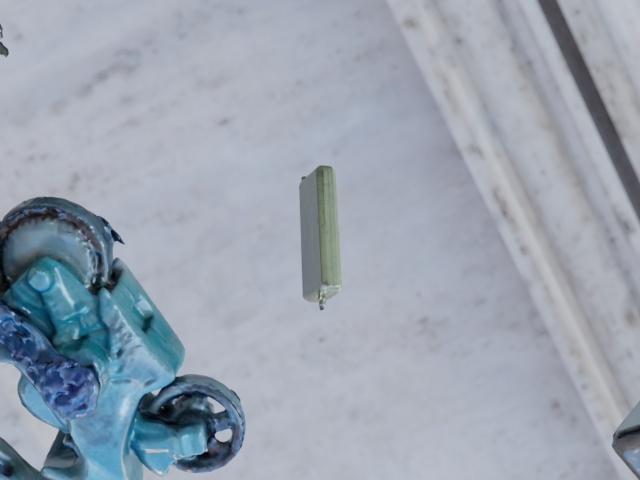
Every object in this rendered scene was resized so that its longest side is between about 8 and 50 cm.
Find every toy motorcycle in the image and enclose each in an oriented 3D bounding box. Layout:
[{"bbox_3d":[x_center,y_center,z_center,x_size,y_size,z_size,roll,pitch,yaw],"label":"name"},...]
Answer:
[{"bbox_3d":[-0.197,0.099,1.222,0.206,0.260,0.154,-31,-164,14],"label":"toy motorcycle"}]

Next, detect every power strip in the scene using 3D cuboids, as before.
[{"bbox_3d":[0.000,0.000,1.897,0.028,0.169,0.076,3,165,-21],"label":"power strip"}]

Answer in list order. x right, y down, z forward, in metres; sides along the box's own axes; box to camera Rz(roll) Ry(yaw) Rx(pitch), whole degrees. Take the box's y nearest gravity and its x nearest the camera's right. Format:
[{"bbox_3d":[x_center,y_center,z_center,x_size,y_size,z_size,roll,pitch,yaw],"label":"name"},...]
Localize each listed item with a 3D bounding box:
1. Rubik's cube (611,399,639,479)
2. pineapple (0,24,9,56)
[{"bbox_3d":[0.311,0.118,1.000,0.163,0.160,0.162,-43,-176,-32],"label":"Rubik's cube"},{"bbox_3d":[-0.204,-0.171,0.744,0.169,0.340,0.169,1,-143,-1],"label":"pineapple"}]
